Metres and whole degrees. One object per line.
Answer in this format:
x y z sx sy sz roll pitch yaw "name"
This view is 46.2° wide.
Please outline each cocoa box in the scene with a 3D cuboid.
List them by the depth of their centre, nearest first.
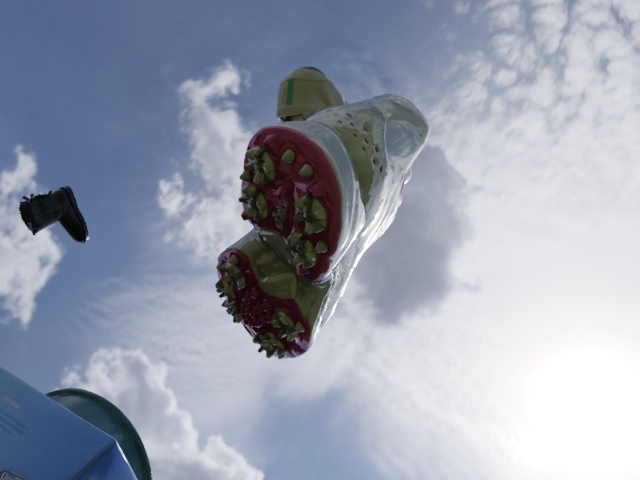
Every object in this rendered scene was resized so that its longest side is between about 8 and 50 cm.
-0.390 0.314 0.887 0.347 0.228 0.231 18 -45 34 "cocoa box"

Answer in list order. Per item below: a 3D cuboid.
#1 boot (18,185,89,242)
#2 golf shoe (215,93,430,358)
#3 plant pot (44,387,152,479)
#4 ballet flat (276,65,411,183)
-0.491 -0.037 1.383 0.045 0.099 0.121 -4 -71 40 "boot"
0.000 0.000 0.608 0.115 0.140 0.306 48 -30 12 "golf shoe"
-0.518 0.447 1.249 0.341 0.334 0.341 0 -89 22 "plant pot"
0.032 -0.113 0.943 0.086 0.086 0.248 -29 -47 26 "ballet flat"
